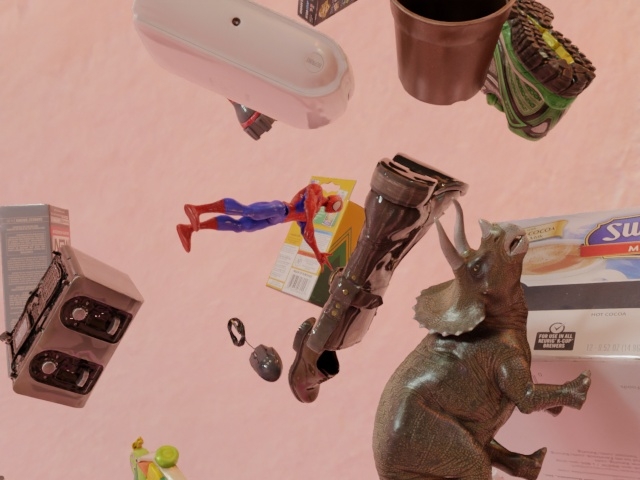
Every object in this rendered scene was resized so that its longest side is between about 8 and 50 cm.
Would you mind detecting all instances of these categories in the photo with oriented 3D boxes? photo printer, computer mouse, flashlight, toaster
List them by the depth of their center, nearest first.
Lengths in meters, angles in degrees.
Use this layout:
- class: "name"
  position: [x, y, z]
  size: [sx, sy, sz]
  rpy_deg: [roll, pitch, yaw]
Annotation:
- class: "toaster"
  position: [-0.333, 0.109, 0.904]
  size: [0.110, 0.185, 0.168]
  rpy_deg: [31, 90, -31]
- class: "photo printer"
  position: [-0.099, -0.261, 0.988]
  size: [0.307, 0.256, 0.107]
  rpy_deg: [23, 88, -5]
- class: "computer mouse"
  position: [-0.172, 0.265, 1.681]
  size: [0.041, 0.242, 0.071]
  rpy_deg: [22, 101, -47]
- class: "flashlight"
  position: [-0.246, -0.399, 1.785]
  size: [0.304, 0.103, 0.103]
  rpy_deg: [43, 65, -19]

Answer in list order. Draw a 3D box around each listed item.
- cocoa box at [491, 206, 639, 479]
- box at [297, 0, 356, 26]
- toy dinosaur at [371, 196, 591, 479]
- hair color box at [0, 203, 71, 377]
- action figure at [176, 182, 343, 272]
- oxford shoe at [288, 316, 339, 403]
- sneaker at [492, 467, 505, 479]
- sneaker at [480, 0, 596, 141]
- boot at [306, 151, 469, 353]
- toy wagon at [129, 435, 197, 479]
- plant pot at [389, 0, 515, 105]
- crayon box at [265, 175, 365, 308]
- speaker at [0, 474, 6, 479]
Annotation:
- class: "cocoa box"
  position: [0.347, 0.115, 0.723]
  size: [0.231, 0.347, 0.228]
  rpy_deg: [60, 42, -30]
- class: "box"
  position: [0.041, -0.520, 1.233]
  size: [0.051, 0.220, 0.175]
  rpy_deg: [41, 62, 19]
- class: "toy dinosaur"
  position: [0.114, 0.141, 0.563]
  size: [0.160, 0.121, 0.314]
  rpy_deg: [25, 91, 13]
- class: "hair color box"
  position: [-0.644, 0.110, 1.564]
  size: [0.113, 0.185, 0.375]
  rpy_deg: [-3, 89, -7]
- class: "action figure"
  position: [-0.065, -0.011, 1.061]
  size: [0.280, 0.091, 0.139]
  rpy_deg: [-16, 67, -33]
- class: "oxford shoe"
  position: [-0.010, 0.273, 1.418]
  size: [0.096, 0.227, 0.083]
  rpy_deg: [33, 47, 29]
- class: "sneaker"
  position: [0.291, 0.327, 0.997]
  size: [0.212, 0.080, 0.094]
  rpy_deg: [-39, 113, 22]
- class: "sneaker"
  position: [0.281, -0.288, 1.047]
  size: [0.134, 0.146, 0.343]
  rpy_deg: [11, 42, -18]
- class: "boot"
  position: [0.075, 0.015, 0.825]
  size: [0.091, 0.263, 0.229]
  rpy_deg: [29, 108, 21]
- class: "toy wagon"
  position: [-0.381, 0.618, 1.637]
  size: [0.068, 0.267, 0.344]
  rpy_deg: [-13, 41, -42]
- class: "plant pot"
  position: [0.166, -0.279, 0.896]
  size: [0.167, 0.165, 0.167]
  rpy_deg: [-2, 60, 3]
- class: "crayon box"
  position: [0.000, 0.000, 1.755]
  size: [0.083, 0.203, 0.323]
  rpy_deg: [27, 83, -35]
- class: "speaker"
  position: [-0.546, 0.477, 1.175]
  size: [0.055, 0.055, 0.136]
  rpy_deg: [-22, 105, -18]
